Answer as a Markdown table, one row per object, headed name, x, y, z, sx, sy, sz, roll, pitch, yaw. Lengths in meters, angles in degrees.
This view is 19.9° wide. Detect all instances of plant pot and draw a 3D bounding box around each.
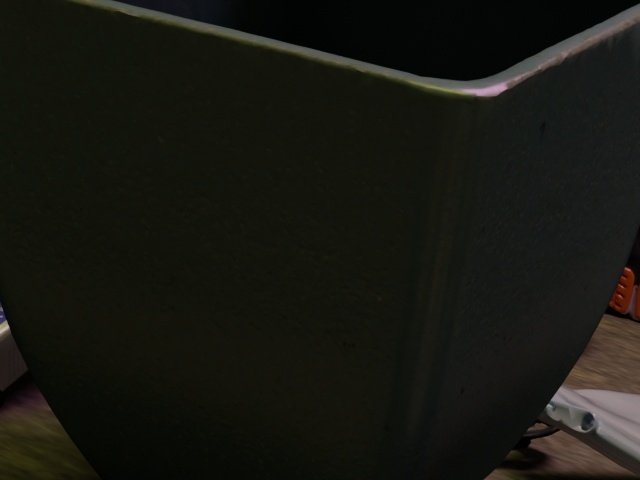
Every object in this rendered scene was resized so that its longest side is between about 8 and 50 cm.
| name | x | y | z | sx | sy | sz | roll | pitch | yaw |
| --- | --- | --- | --- | --- | --- | --- | --- | --- | --- |
| plant pot | 0.000 | 0.000 | 0.829 | 0.247 | 0.252 | 0.248 | 17 | 24 | 27 |

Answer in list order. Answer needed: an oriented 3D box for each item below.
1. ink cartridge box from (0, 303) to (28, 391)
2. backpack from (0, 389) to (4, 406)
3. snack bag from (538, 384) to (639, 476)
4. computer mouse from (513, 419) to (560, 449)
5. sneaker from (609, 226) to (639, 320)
| name | x | y | z | sx | sy | sz | roll | pitch | yaw |
| --- | --- | --- | --- | --- | --- | --- | --- | --- | --- |
| ink cartridge box | -0.241 | 0.029 | 0.978 | 0.206 | 0.045 | 0.208 | 15 | 31 | 24 |
| backpack | -0.216 | 0.040 | 0.830 | 0.105 | 0.084 | 0.114 | -15 | 28 | -33 |
| snack bag | 0.320 | 0.155 | 0.973 | 0.342 | 0.037 | 0.323 | 9 | 12 | -32 |
| computer mouse | -0.007 | 0.066 | 1.079 | 0.272 | 0.072 | 0.188 | 34 | 19 | 35 |
| sneaker | 0.255 | 0.009 | 1.638 | 0.262 | 0.099 | 0.121 | 16 | 6 | 21 |
